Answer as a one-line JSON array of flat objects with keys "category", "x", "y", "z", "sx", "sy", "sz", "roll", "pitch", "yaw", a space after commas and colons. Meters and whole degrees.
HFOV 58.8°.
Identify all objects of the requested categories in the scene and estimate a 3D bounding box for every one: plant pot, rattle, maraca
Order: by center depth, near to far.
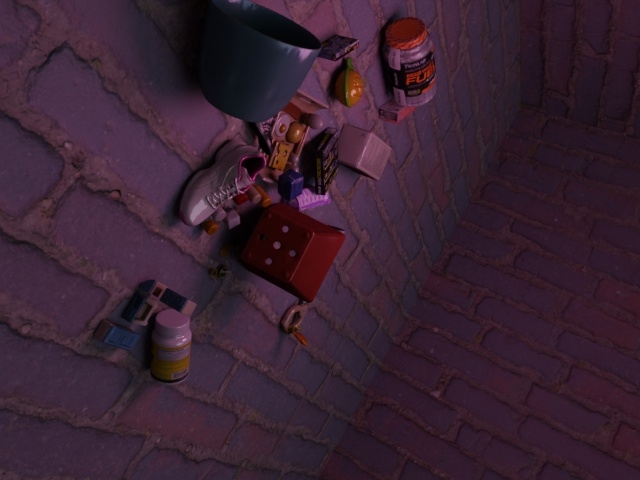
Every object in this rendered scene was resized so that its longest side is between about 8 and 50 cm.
[{"category": "plant pot", "x": -0.174, "y": -0.445, "z": 1.441, "sx": 0.293, "sy": 0.293, "sz": 0.235, "roll": -21, "pitch": 145, "yaw": -53}, {"category": "plant pot", "x": -0.111, "y": 0.027, "z": 1.849, "sx": 0.267, "sy": 0.267, "sz": 0.236, "roll": -63, "pitch": 166, "yaw": -1}, {"category": "maraca", "x": 0.103, "y": -0.559, "z": 2.019, "sx": 0.127, "sy": 0.099, "sz": 0.185, "roll": 64, "pitch": 30, "yaw": -65}, {"category": "rattle", "x": -0.062, "y": 0.316, "z": 2.365, "sx": 0.200, "sy": 0.143, "sz": 0.130, "roll": -43, "pitch": 127, "yaw": -26}]

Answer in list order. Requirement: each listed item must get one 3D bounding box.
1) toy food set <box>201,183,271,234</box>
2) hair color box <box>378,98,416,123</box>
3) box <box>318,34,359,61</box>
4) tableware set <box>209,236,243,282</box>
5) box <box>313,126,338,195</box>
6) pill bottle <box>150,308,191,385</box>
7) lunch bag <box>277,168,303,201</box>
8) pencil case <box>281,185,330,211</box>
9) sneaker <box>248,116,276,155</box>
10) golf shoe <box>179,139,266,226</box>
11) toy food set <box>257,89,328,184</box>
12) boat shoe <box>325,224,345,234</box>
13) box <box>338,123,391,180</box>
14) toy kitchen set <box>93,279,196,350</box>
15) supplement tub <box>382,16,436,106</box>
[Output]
[{"category": "toy food set", "x": -0.273, "y": -0.121, "z": 1.736, "sx": 0.232, "sy": 0.104, "sz": 0.111, "roll": -31, "pitch": 154, "yaw": -21}, {"category": "hair color box", "x": 0.329, "y": -0.560, "z": 2.405, "sx": 0.167, "sy": 0.093, "sz": 0.053, "roll": -41, "pitch": 143, "yaw": -38}, {"category": "box", "x": 0.051, "y": -0.633, "z": 1.868, "sx": 0.137, "sy": 0.094, "sz": 0.027, "roll": -43, "pitch": 144, "yaw": -36}, {"category": "tableware set", "x": -0.306, "y": 0.062, "z": 1.861, "sx": 0.154, "sy": 0.024, "sz": 0.104, "roll": -50, "pitch": 148, "yaw": -26}, {"category": "box", "x": 0.022, "y": -0.290, "z": 2.071, "sx": 0.190, "sy": 0.045, "sz": 0.184, "roll": -64, "pitch": 159, "yaw": -49}, {"category": "pill bottle", "x": -0.449, "y": 0.319, "z": 1.710, "sx": 0.119, "sy": 0.119, "sz": 0.208, "roll": -25, "pitch": 131, "yaw": -51}, {"category": "lunch bag", "x": -0.100, "y": -0.181, "z": 1.850, "sx": 0.065, "sy": 0.067, "sz": 0.098, "roll": -37, "pitch": 148, "yaw": -35}, {"category": "pencil case", "x": -0.053, "y": -0.147, "z": 2.070, "sx": 0.206, "sy": 0.088, "sz": 0.086, "roll": -25, "pitch": 135, "yaw": -52}, {"category": "sneaker", "x": -0.163, "y": -0.352, "z": 1.737, "sx": 0.089, "sy": 0.051, "sz": 0.170, "roll": -45, "pitch": 127, "yaw": -25}, {"category": "golf shoe", "x": -0.275, "y": -0.160, "z": 1.610, "sx": 0.306, "sy": 0.140, "sz": 0.115, "roll": -55, "pitch": 141, "yaw": -18}, {"category": "toy food set", "x": -0.085, "y": -0.326, "z": 1.868, "sx": 0.220, "sy": 0.092, "sz": 0.306, "roll": 6, "pitch": 106, "yaw": -61}, {"category": "boat shoe", "x": -0.002, "y": -0.001, "z": 2.245, "sx": 0.320, "sy": 0.118, "sz": 0.103, "roll": -10, "pitch": 115, "yaw": -65}, {"category": "box", "x": 0.165, "y": -0.346, "z": 2.251, "sx": 0.232, "sy": 0.127, "sz": 0.148, "roll": 17, "pitch": 96, "yaw": -62}, {"category": "toy kitchen set", "x": -0.470, "y": 0.216, "z": 1.542, "sx": 0.207, "sy": 0.166, "sz": 0.122, "roll": -61, "pitch": 152, "yaw": -10}, {"category": "supplement tub", "x": 0.351, "y": -0.697, "z": 2.231, "sx": 0.193, "sy": 0.193, "sz": 0.316, "roll": -55, "pitch": 150, "yaw": -19}]
